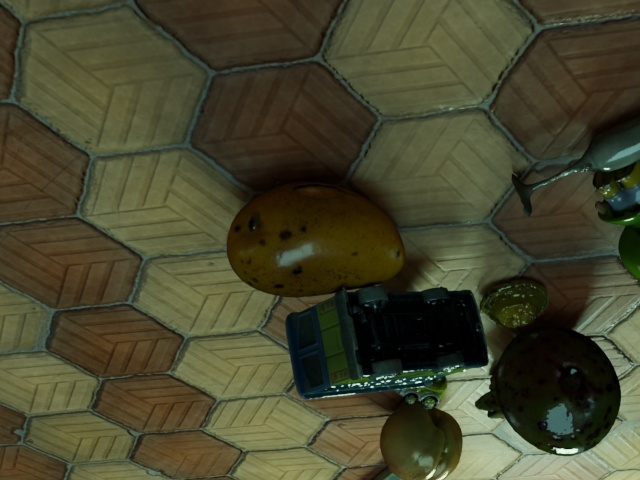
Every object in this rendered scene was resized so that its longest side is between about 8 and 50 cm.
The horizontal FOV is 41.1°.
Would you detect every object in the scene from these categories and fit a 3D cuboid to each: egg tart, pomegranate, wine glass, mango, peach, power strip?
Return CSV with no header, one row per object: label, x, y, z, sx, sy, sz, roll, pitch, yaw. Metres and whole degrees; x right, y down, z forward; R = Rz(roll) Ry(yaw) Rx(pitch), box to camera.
egg tart,0.356,0.123,1.562,0.130,0.052,0.130,-2,140,-2
pomegranate,0.435,0.307,1.640,0.242,0.242,0.306,8,142,-10
wine glass,0.411,-0.123,1.261,0.262,0.074,0.074,-27,133,26
mango,0.000,0.000,1.343,0.290,0.160,0.191,7,132,-14
peach,0.217,0.444,1.852,0.184,0.184,0.184,0,140,0
power strip,0.186,0.601,2.143,0.080,0.029,0.227,17,137,-19

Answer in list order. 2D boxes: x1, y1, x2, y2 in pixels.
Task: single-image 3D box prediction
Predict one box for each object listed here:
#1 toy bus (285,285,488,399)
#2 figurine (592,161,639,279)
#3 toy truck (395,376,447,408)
toy bus,0.117,0.170,1.447,0.312,0.152,0.190,2,159,-38
figurine,0.527,-0.023,1.332,0.162,0.143,0.263,-31,119,36
toy truck,0.203,0.289,1.748,0.111,0.076,0.077,18,119,-17
